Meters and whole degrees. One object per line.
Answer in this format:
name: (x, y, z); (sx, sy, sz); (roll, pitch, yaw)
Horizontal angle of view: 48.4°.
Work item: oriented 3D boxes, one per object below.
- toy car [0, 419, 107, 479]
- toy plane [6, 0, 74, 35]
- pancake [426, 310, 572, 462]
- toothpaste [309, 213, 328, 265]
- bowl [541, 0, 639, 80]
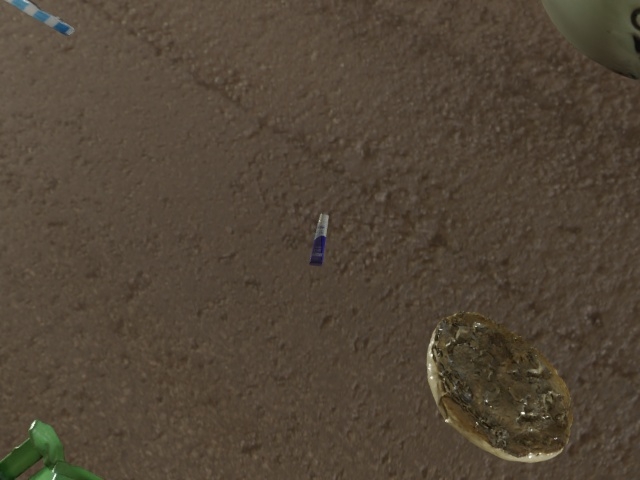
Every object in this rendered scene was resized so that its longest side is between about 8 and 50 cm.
toy car: (-0.369, 0.468, 1.120); (0.213, 0.358, 0.176); (-40, 24, 18)
toy plane: (-0.226, -0.272, 0.559); (0.273, 0.182, 0.107); (-28, 49, 25)
pancake: (0.293, 0.234, 1.173); (0.282, 0.049, 0.282); (12, 42, -12)
toothpaste: (0.000, 0.000, 1.122); (0.024, 0.015, 0.083); (4, 76, 28)
bowl: (0.343, -0.335, 0.642); (0.353, 0.185, 0.354); (-4, 83, 32)
